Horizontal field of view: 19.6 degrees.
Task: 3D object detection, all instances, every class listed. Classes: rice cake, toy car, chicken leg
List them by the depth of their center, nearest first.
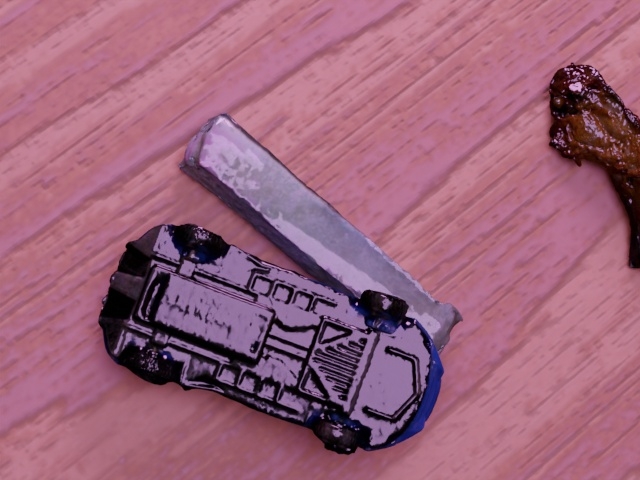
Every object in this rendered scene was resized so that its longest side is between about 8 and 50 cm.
[{"bbox_3d":[-0.029,0.062,1.156,0.216,0.063,0.103,21,87,-2],"label":"toy car"},{"bbox_3d":[0.000,0.000,1.191,0.211,0.034,0.043,40,73,-3],"label":"rice cake"},{"bbox_3d":[0.197,-0.053,1.239,0.062,0.037,0.145,-34,88,7],"label":"chicken leg"}]
